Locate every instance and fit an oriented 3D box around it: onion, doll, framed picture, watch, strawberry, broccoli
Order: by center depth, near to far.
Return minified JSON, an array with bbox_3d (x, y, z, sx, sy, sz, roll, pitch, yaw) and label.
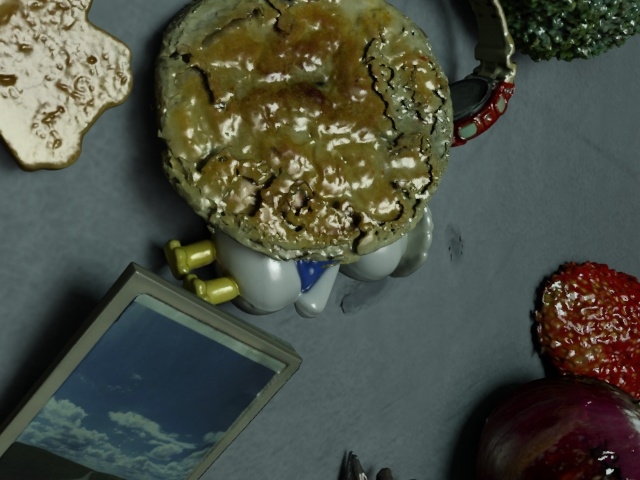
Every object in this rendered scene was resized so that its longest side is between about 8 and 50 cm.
[{"bbox_3d":[-0.158,0.154,0.545,0.260,0.023,0.189,-49,129,5],"label":"framed picture"},{"bbox_3d":[0.000,0.000,0.631,0.293,0.138,0.119,-13,153,-36],"label":"doll"},{"bbox_3d":[0.105,-0.223,0.682,0.164,0.102,0.268,-32,120,-12],"label":"watch"},{"bbox_3d":[0.299,-0.324,0.736,0.260,0.235,0.288,-62,172,-17],"label":"broccoli"},{"bbox_3d":[0.332,0.381,0.906,0.347,0.348,0.385,22,121,-41],"label":"onion"},{"bbox_3d":[0.456,0.159,1.043,0.306,0.137,0.234,19,89,-43],"label":"strawberry"}]

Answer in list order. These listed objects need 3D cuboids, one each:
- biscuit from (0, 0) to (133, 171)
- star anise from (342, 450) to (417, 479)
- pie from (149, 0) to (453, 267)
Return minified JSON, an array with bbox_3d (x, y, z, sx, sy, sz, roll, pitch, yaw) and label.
[{"bbox_3d":[-0.234,-0.154,0.449,0.225,0.036,0.166,44,71,-35],"label":"biscuit"},{"bbox_3d":[0.046,0.351,0.786,0.195,0.065,0.182,-45,120,-13],"label":"star anise"},{"bbox_3d":[-0.009,-0.111,0.566,0.274,0.055,0.274,4,77,-19],"label":"pie"}]
